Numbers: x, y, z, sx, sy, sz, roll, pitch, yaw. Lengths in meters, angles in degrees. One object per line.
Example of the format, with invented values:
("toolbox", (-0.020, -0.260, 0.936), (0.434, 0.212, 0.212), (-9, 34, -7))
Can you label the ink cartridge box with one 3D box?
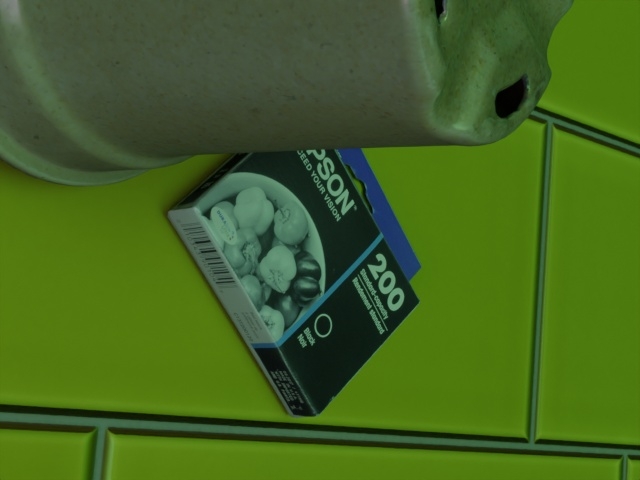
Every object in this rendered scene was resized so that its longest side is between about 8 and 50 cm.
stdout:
("ink cartridge box", (0.000, 0.000, 0.973), (0.208, 0.045, 0.206), (-46, 117, -36))

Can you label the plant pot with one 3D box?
("plant pot", (-0.023, -0.181, 0.722), (0.333, 0.305, 0.334), (-21, 115, -54))
